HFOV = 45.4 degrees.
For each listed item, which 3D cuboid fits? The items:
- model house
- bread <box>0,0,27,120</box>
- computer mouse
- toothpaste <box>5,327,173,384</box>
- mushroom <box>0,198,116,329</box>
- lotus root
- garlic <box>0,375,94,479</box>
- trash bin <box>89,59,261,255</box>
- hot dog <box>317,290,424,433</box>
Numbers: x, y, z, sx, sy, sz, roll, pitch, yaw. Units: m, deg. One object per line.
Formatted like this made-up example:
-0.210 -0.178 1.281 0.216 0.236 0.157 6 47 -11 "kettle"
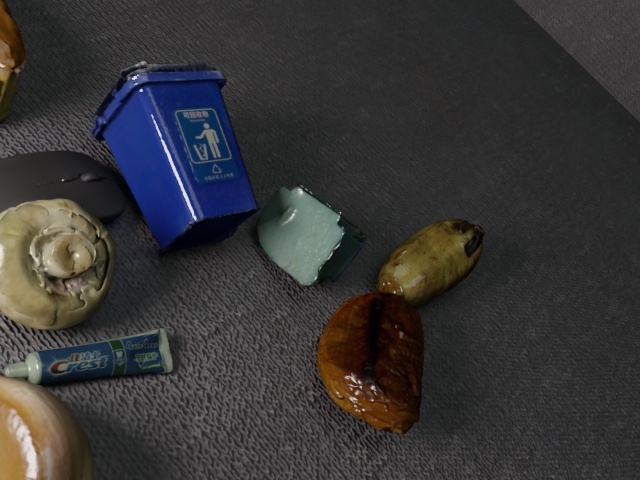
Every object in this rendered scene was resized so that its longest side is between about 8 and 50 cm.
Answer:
0.000 0.000 1.159 0.148 0.119 0.149 36 7 31 "model house"
-0.488 -0.270 0.981 0.179 0.133 0.250 -8 60 -48 "bread"
-0.347 -0.053 0.946 0.232 0.057 0.120 -21 69 -47 "computer mouse"
-0.255 0.135 0.865 0.197 0.035 0.057 -2 71 -42 "toothpaste"
-0.294 0.024 0.850 0.154 0.122 0.154 13 73 -46 "mushroom"
0.179 0.037 1.266 0.258 0.097 0.110 -28 66 -41 "lotus root"
-0.283 0.198 0.735 0.206 0.128 0.115 49 15 22 "garlic"
-0.198 -0.109 1.052 0.163 0.184 0.234 -15 77 -43 "trash bin"
0.080 0.165 1.056 0.160 0.099 0.227 34 38 -8 "hot dog"
